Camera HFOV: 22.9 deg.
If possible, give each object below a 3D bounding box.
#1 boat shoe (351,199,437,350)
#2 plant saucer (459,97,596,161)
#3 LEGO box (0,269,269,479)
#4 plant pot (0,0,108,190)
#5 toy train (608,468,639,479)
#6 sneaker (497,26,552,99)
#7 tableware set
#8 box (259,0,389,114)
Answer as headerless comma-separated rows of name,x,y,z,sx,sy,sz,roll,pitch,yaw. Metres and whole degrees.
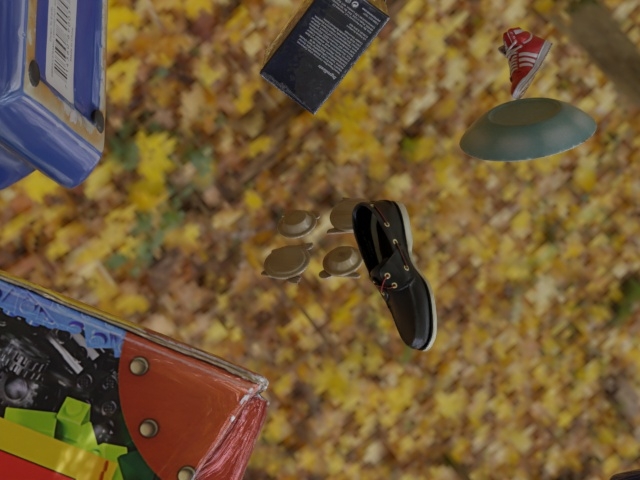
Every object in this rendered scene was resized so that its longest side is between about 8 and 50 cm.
boat shoe,0.058,0.028,1.270,0.042,0.133,0.049,-1,154,-34
plant saucer,0.290,-0.166,2.225,0.195,0.195,0.037,-23,116,-26
LEGO box,-0.204,0.224,0.863,0.500,0.193,0.372,135,-23,-78
plant pot,-0.284,-0.154,1.175,0.212,0.235,0.236,-3,166,11
toy train,0.315,0.339,1.405,0.105,0.248,0.143,-20,-168,38
sneaker,0.263,-0.242,2.129,0.118,0.067,0.042,-57,177,-39
tableware set,0.000,0.000,2.126,0.141,0.168,0.020,-1,134,16
box,0.005,-0.263,2.026,0.158,0.093,0.156,-52,-170,14
